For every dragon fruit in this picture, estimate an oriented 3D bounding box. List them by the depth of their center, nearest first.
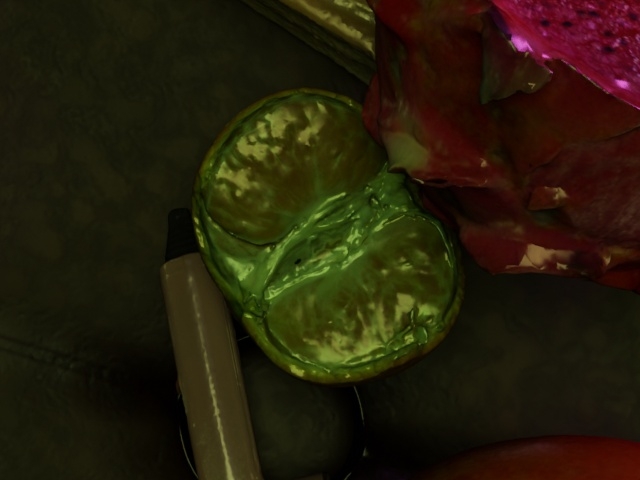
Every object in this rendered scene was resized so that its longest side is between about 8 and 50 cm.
[{"bbox_3d":[0.178,-0.105,1.072,0.371,0.386,0.249,45,126,18],"label":"dragon fruit"}]

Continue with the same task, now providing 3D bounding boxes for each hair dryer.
[{"bbox_3d":[-0.098,0.140,1.202,0.189,0.107,0.344,-13,74,2],"label":"hair dryer"}]

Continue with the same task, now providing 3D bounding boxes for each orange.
[{"bbox_3d":[0.001,0.003,1.171,0.179,0.158,0.237,-34,86,-9],"label":"orange"}]

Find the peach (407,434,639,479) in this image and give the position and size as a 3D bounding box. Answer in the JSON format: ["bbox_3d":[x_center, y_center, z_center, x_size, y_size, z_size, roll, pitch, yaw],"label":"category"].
[{"bbox_3d":[0.169,0.279,1.071,0.332,0.308,0.307,6,82,30],"label":"peach"}]

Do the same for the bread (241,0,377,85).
[{"bbox_3d":[0.013,-0.291,1.235,0.246,0.111,0.239,32,82,8],"label":"bread"}]
